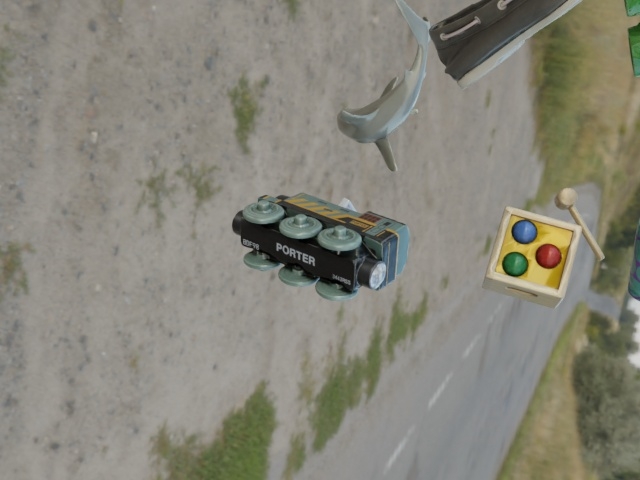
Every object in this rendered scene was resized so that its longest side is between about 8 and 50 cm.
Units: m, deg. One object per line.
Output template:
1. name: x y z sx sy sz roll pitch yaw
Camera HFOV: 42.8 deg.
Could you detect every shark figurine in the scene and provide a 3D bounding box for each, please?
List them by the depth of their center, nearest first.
1. shark figurine: 0.089 -0.219 1.251 0.278 0.116 0.166 -51 -132 47

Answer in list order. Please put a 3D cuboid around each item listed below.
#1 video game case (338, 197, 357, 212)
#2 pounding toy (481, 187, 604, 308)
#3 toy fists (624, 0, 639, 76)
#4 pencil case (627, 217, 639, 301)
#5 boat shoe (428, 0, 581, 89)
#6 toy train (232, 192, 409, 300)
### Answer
1. video game case: 0.034 0.000 1.691 0.143 0.019 0.157 -57 157 -8
2. pounding toy: 0.384 -0.002 1.345 0.094 0.181 0.206 68 39 -72
3. toy fists: 0.619 -0.414 1.452 0.279 0.142 0.096 60 29 -46
4. pencil case: 0.527 0.027 1.283 0.064 0.070 0.151 -91 176 -50
5. boat shoe: 0.251 -0.298 0.961 0.112 0.095 0.335 -40 -177 -40
6. toy train: 0.000 0.000 1.487 0.190 0.334 0.142 -26 127 -45
